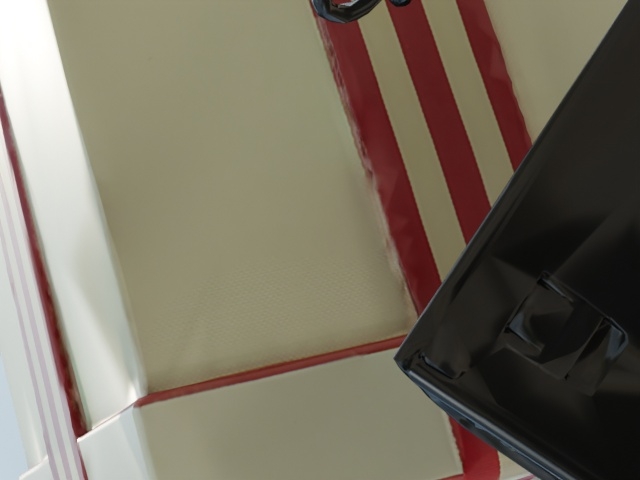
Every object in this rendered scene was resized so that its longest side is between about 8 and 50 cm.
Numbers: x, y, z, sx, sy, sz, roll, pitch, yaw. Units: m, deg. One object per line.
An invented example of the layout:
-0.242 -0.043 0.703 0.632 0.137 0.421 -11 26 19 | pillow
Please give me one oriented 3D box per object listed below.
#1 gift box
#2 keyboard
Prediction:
0.000 0.000 0.568 0.276 0.255 0.258 141 114 -72 | gift box
0.116 -0.093 0.356 0.201 0.317 0.033 34 180 -8 | keyboard
